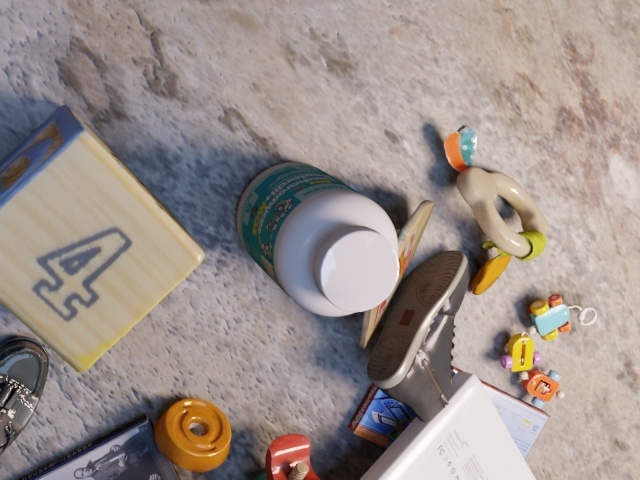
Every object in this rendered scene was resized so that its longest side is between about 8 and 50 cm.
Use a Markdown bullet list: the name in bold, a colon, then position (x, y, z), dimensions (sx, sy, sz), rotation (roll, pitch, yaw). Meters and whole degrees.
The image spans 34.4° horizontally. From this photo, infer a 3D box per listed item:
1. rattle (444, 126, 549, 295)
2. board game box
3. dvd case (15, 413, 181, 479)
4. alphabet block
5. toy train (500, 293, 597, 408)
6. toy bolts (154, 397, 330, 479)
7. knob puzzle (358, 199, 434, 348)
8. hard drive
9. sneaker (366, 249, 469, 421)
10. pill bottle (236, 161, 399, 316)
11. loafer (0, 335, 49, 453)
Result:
- **rattle**: position (0.204, -0.042, 1.408), dimensions (0.199, 0.142, 0.130), rotation (40, 56, -10)
- **board game box**: position (0.189, 0.261, 1.488), dimensions (0.281, 0.027, 0.145), rotation (28, 92, -24)
- **dvd case**: position (-0.296, 0.354, 1.339), dimensions (0.238, 0.029, 0.179), rotation (-26, 112, -11)
- **alphabet block**: position (-0.278, -0.007, 1.158), dimensions (0.193, 0.192, 0.197), rotation (-43, 115, -2)
- **toy train**: position (0.323, 0.154, 1.499), dimensions (0.125, 0.046, 0.166), rotation (22, 99, -25)
- **toy bolts**: position (-0.121, 0.330, 1.352), dimensions (0.228, 0.218, 0.158), rotation (-2, 138, -33)
- **knob puzzle**: position (0.093, 0.024, 1.328), dimensions (0.030, 0.213, 0.213), rotation (26, 96, 11)
- **hard drive**: position (0.141, 0.381, 1.402), dimensions (0.353, 0.047, 0.233), rotation (-43, 116, -26)
- **sneaker**: position (0.152, 0.127, 1.401), dimensions (0.118, 0.083, 0.222), rotation (46, 67, -35)
- **pill bottle**: position (0.000, 0.000, 1.217), dimensions (0.146, 0.264, 0.146), rotation (-5, 106, -19)
- **loafer**: position (-0.411, 0.240, 1.234), dimensions (0.096, 0.084, 0.268), rotation (36, 91, -24)
